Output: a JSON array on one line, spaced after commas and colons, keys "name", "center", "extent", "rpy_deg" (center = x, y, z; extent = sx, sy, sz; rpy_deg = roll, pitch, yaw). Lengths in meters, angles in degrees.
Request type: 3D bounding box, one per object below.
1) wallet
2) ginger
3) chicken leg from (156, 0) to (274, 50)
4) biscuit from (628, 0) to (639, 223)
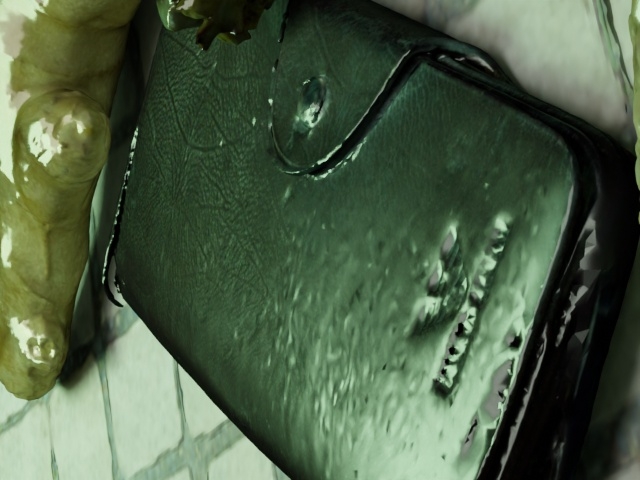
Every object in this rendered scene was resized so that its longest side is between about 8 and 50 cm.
[{"name": "wallet", "center": [0.000, 0.000, 0.671], "extent": [0.318, 0.045, 0.172], "rpy_deg": [38, 118, 58]}, {"name": "ginger", "center": [-0.124, -0.070, 0.882], "extent": [0.148, 0.081, 0.333], "rpy_deg": [28, 115, 42]}, {"name": "chicken leg", "center": [-0.043, -0.172, 0.706], "extent": [0.103, 0.088, 0.227], "rpy_deg": [-9, 75, 47]}, {"name": "biscuit", "center": [0.109, -0.062, 0.449], "extent": [0.082, 0.070, 0.168], "rpy_deg": [-17, 71, 52]}]
